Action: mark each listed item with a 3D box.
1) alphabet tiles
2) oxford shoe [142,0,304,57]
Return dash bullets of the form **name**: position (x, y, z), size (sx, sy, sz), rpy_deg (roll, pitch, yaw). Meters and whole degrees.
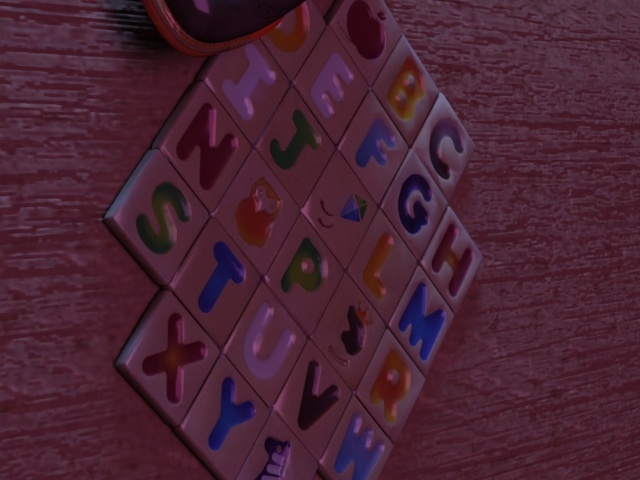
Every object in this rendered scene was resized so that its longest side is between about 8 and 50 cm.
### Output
- **alphabet tiles**: position (0.000, 0.000, 0.988), size (0.285, 0.011, 0.342), rpy_deg (53, 50, -32)
- **oxford shoe**: position (-0.008, -0.198, 0.918), size (0.097, 0.098, 0.271), rpy_deg (56, 45, -15)
